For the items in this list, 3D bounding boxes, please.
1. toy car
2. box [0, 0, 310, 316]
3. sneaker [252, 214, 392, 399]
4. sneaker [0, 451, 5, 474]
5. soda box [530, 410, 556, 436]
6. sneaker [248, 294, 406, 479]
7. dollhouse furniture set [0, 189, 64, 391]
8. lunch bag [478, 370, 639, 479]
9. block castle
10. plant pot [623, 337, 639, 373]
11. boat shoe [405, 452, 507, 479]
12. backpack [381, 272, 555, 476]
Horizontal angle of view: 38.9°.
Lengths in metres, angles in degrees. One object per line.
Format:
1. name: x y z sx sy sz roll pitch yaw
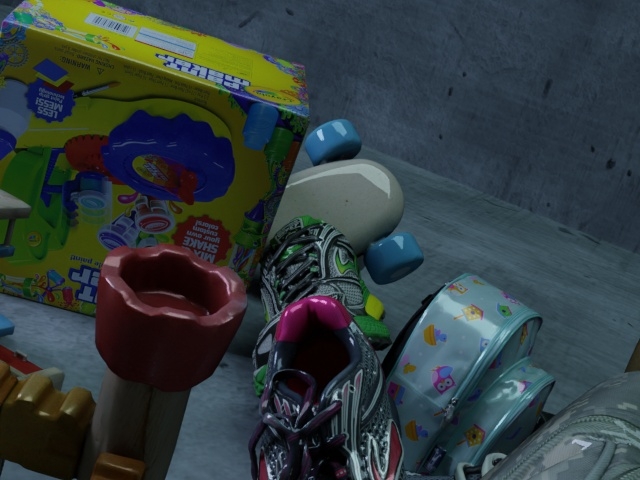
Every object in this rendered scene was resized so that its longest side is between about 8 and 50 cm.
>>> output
1. toy car: 0.000 0.000 1.243 0.210 0.238 0.219 -23 71 -14
2. box: -0.192 -0.076 0.951 0.290 0.279 0.177 16 25 -11
3. sneaker: -0.019 0.058 0.900 0.146 0.134 0.343 64 4 -4
4. sneaker: -0.228 0.155 0.552 0.061 0.054 0.152 12 16 -14
5. soda box: 0.299 0.232 0.937 0.169 0.053 0.060 18 14 -7
6. sneaker: -0.001 0.158 0.580 0.120 0.112 0.299 -14 33 3
7. dollhouse furniture set: -0.274 0.044 0.743 0.183 0.129 0.129 24 15 24
8. lunch bag: 0.143 0.228 0.334 0.305 0.212 0.256 48 27 15
9. block castle: -0.212 0.098 0.352 0.303 0.213 0.453 18 23 -3
10. plant pot: 0.489 0.129 1.081 0.237 0.254 0.237 9 11 -2
11. boat shoe: 0.146 0.192 0.677 0.340 0.158 0.127 19 14 -1
12. backpack: 0.128 0.131 0.821 0.144 0.188 0.166 26 15 26
